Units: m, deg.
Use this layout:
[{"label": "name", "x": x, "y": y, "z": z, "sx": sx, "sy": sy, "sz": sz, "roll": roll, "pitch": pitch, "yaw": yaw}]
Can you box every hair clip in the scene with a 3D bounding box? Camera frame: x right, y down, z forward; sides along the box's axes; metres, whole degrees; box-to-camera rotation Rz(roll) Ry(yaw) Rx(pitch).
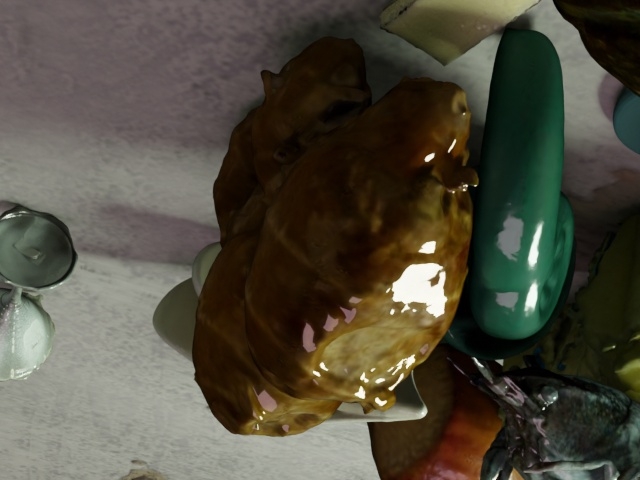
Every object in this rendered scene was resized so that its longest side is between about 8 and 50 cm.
[{"label": "hair clip", "x": -0.024, "y": 0.087, "z": 1.284, "sx": 0.282, "sy": 0.172, "sz": 0.113, "roll": 18, "pitch": 140, "yaw": 1}]

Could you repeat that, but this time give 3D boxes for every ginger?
[{"label": "ginger", "x": 0.006, "y": -0.001, "z": 1.020, "sx": 0.152, "sy": 0.274, "sz": 0.357, "roll": 10, "pitch": 157, "yaw": -21}]

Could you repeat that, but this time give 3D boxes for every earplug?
[{"label": "earplug", "x": 0.126, "y": -0.018, "z": 1.072, "sx": 0.257, "sy": 0.164, "sz": 0.280, "roll": 53, "pitch": 155, "yaw": -20}]

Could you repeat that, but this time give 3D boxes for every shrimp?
[{"label": "shrimp", "x": 0.249, "y": 0.210, "z": 1.091, "sx": 0.411, "sy": 0.166, "sz": 0.221, "roll": 21, "pitch": 178, "yaw": -28}]

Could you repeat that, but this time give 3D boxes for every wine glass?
[{"label": "wine glass", "x": -0.313, "y": 0.054, "z": 1.333, "sx": 0.122, "sy": 0.122, "sz": 0.183, "roll": 16, "pitch": 143, "yaw": -12}]

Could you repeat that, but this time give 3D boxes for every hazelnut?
[{"label": "hazelnut", "x": 0.145, "y": 0.195, "z": 1.396, "sx": 0.210, "sy": 0.210, "sz": 0.186, "roll": -8, "pitch": 115, "yaw": 24}]

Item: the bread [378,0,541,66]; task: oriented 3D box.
[{"label": "bread", "x": 0.115, "y": -0.180, "z": 0.940, "sx": 0.068, "sy": 0.028, "sz": 0.154, "roll": 27, "pitch": 143, "yaw": -28}]

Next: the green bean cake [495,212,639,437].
[{"label": "green bean cake", "x": 0.293, "y": 0.128, "z": 1.231, "sx": 0.285, "sy": 0.202, "sz": 0.310, "roll": 31, "pitch": 141, "yaw": -31}]

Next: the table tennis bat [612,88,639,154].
[{"label": "table tennis bat", "x": 0.312, "y": -0.111, "z": 1.004, "sx": 0.124, "sy": 0.033, "sz": 0.201, "roll": 19, "pitch": 149, "yaw": -23}]

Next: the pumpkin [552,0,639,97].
[{"label": "pumpkin", "x": 0.204, "y": -0.199, "z": 0.624, "sx": 0.192, "sy": 0.320, "sz": 0.320, "roll": -16, "pitch": 141, "yaw": 35}]
